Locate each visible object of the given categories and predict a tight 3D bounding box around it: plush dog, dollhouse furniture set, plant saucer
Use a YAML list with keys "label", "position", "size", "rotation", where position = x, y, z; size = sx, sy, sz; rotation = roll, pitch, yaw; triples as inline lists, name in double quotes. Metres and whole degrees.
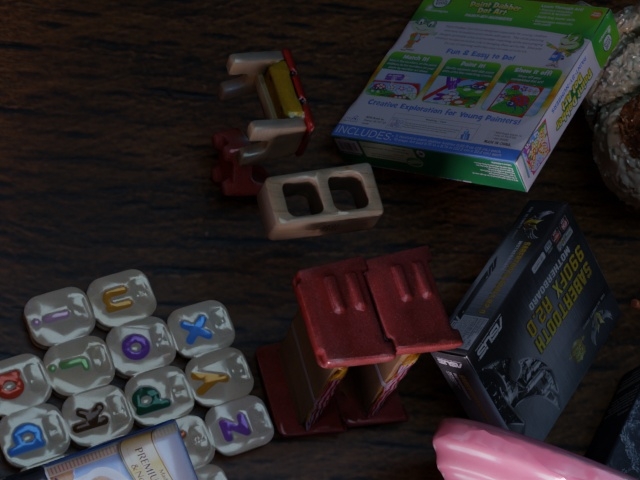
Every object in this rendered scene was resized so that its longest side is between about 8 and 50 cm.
- label: "plush dog"
  position: [0.373, -0.149, 1.957]
  size: [0.211, 0.262, 0.225]
  rotation: [-7, 56, 15]
- label: "dollhouse furniture set"
  position: [0.000, 0.000, 1.774]
  size: [0.152, 0.201, 0.374]
  rotation: [-8, 65, -20]
- label: "plant saucer"
  position: [0.259, 0.279, 1.672]
  size: [0.332, 0.332, 0.084]
  rotation: [26, 79, -7]

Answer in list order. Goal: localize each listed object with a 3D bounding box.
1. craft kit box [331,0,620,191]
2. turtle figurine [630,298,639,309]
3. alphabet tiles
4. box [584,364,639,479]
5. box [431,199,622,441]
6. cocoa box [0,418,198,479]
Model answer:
- label: "craft kit box"
  position: [0.176, -0.176, 1.890]
  size: [0.250, 0.061, 0.246]
  rotation: [12, 58, 36]
- label: "turtle figurine"
  position: [0.486, 0.006, 1.922]
  size: [0.270, 0.087, 0.217]
  rotation: [4, 77, -14]
- label: "alphabet tiles"
  position: [-0.200, 0.174, 1.730]
  size: [0.278, 0.021, 0.284]
  rotation: [-17, 75, -23]
- label: "box"
  position: [0.391, 0.240, 1.853]
  size: [0.156, 0.093, 0.158]
  rotation: [33, 64, -3]
- label: "box"
  position: [0.229, 0.099, 1.823]
  size: [0.231, 0.056, 0.183]
  rotation: [-52, 129, -28]
- label: "cocoa box"
  position: [-0.191, 0.374, 1.520]
  size: [0.228, 0.231, 0.347]
  rotation: [-18, 79, -19]
